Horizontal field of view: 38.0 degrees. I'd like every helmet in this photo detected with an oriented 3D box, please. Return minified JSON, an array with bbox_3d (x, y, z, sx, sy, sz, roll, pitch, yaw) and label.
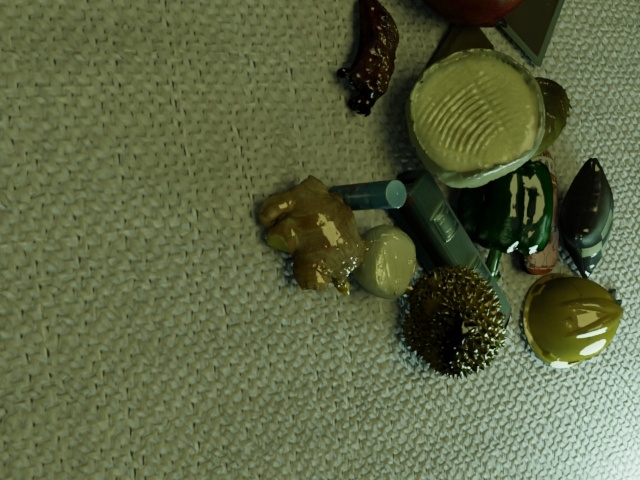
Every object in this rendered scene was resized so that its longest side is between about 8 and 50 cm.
[{"bbox_3d":[0.556,0.161,1.953,0.257,0.140,0.205,-5,84,-34],"label":"helmet"}]

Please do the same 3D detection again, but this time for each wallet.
[{"bbox_3d":[0.265,-0.340,1.816,0.110,0.031,0.198,46,63,-29],"label":"wallet"}]

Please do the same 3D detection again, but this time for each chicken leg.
[{"bbox_3d":[0.090,-0.333,1.659,0.105,0.063,0.234,28,70,-39],"label":"chicken leg"}]

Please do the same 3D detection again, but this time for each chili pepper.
[{"bbox_3d":[0.361,-0.030,1.799,0.174,0.165,0.261,-6,107,-33],"label":"chili pepper"}]

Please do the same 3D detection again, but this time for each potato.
[{"bbox_3d":[0.412,-0.244,1.868,0.149,0.113,0.251,50,52,5],"label":"potato"}]

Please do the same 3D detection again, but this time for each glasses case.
[{"bbox_3d":[0.447,-0.062,1.928,0.103,0.067,0.266,-3,91,-45],"label":"glasses case"}]

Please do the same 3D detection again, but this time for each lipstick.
[{"bbox_3d":[0.075,-0.075,1.576,0.048,0.158,0.048,1,89,-38],"label":"lipstick"}]

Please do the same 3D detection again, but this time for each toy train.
[{"bbox_3d":[0.260,0.048,1.768,0.409,0.089,0.086,55,54,-23],"label":"toy train"}]

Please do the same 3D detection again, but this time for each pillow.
[{"bbox_3d":[0.565,-0.042,1.972,0.250,0.106,0.186,53,50,-61],"label":"pillow"}]

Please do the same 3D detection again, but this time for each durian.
[{"bbox_3d":[0.238,0.150,1.683,0.237,0.138,0.193,29,108,-17],"label":"durian"}]

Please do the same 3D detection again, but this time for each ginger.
[{"bbox_3d":[0.000,0.000,1.549,0.157,0.102,0.216,-36,104,-27],"label":"ginger"}]

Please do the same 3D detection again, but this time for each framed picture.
[{"bbox_3d":[0.438,-0.548,1.967,0.232,0.019,0.296,37,66,-32],"label":"framed picture"}]

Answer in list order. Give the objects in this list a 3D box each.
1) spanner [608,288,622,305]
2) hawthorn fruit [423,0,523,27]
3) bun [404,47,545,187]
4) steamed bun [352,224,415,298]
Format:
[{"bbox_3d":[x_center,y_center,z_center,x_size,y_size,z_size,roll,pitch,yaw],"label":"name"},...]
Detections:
[{"bbox_3d":[0.598,0.170,2.075,0.254,0.015,0.054,-23,101,-37],"label":"spanner"},{"bbox_3d":[0.281,-0.555,1.690,0.308,0.324,0.308,12,47,-13],"label":"hawthorn fruit"},{"bbox_3d":[0.280,-0.221,1.693,0.152,0.259,0.259,58,42,-77],"label":"bun"},{"bbox_3d":[0.103,0.037,1.638,0.112,0.091,0.130,20,74,-40],"label":"steamed bun"}]
